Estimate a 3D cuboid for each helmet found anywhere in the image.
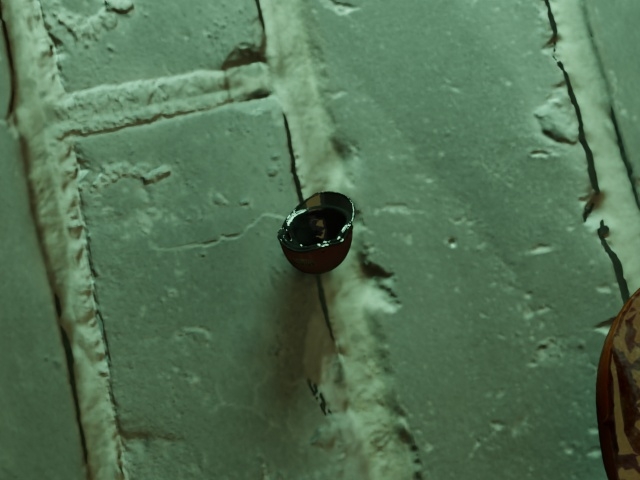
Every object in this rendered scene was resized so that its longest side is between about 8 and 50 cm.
[{"bbox_3d":[0.001,0.000,1.662,0.065,0.049,0.084,10,43,30],"label":"helmet"}]

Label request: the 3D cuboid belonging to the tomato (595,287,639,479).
[{"bbox_3d":[0.382,0.159,1.607,0.338,0.144,0.338,1,81,-6],"label":"tomato"}]
